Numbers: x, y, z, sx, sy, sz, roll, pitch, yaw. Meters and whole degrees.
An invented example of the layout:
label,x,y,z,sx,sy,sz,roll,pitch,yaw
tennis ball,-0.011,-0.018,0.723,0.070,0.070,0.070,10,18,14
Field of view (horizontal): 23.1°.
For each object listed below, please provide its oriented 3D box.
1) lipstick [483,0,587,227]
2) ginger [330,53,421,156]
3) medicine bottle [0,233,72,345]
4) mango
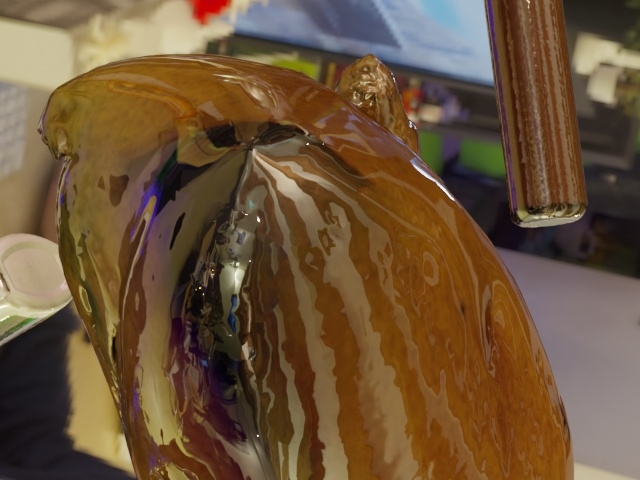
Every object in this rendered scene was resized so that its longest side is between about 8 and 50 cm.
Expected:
label,x,y,z,sx,sy,sz,roll,pitch,yaw
lipstick,0.138,-0.187,1.085,0.057,0.057,0.357,12,69,-69
ginger,0.003,-0.011,1.597,0.274,0.152,0.357,45,67,-86
medicine bottle,-0.324,0.074,1.360,0.078,0.219,0.115,62,23,6
mango,0.002,0.058,0.595,0.287,0.152,0.201,56,41,-43
